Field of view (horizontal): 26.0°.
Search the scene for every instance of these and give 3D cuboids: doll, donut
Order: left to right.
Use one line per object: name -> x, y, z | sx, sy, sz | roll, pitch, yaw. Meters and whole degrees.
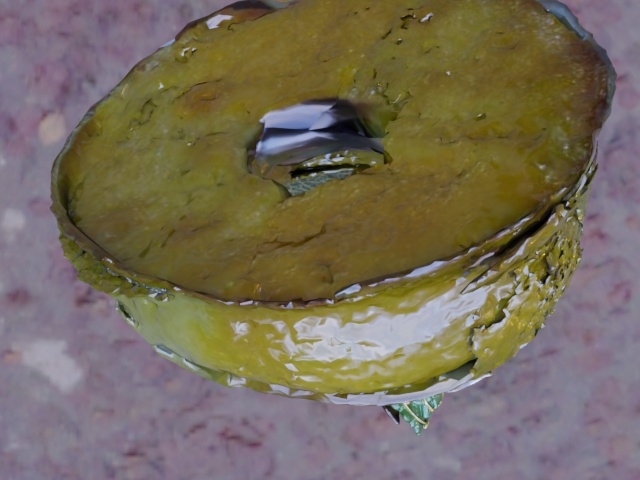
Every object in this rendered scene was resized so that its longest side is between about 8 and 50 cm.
donut -> 0.009, -0.025, 0.678 | 0.272, 0.272, 0.107 | -14, 130, 3
doll -> 0.093, 0.114, 1.238 | 0.077, 0.078, 0.113 | 25, 110, -46

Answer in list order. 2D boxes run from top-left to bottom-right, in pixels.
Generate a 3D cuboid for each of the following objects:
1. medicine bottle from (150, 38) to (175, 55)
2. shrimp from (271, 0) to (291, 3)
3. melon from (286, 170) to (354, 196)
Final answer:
medicine bottle -> -0.100, -0.068, 1.144 | 0.094, 0.188, 0.119 | -14, 139, 40
shrimp -> -0.002, -0.214, 1.444 | 0.085, 0.445, 0.272 | -37, 132, -5
melon -> 0.000, 0.000, 1.550 | 0.302, 0.237, 0.237 | 11, 125, -3
